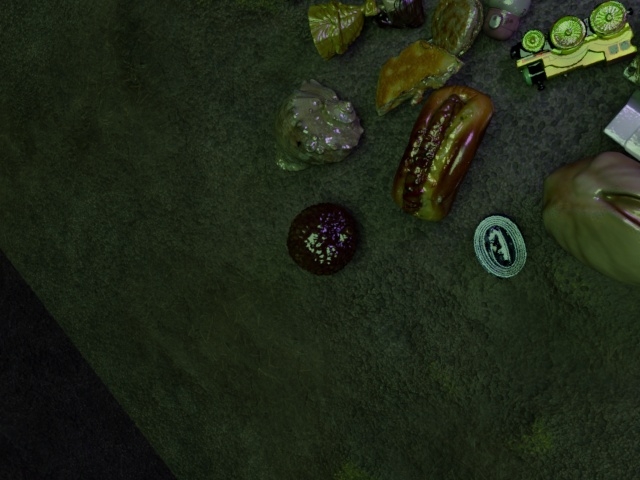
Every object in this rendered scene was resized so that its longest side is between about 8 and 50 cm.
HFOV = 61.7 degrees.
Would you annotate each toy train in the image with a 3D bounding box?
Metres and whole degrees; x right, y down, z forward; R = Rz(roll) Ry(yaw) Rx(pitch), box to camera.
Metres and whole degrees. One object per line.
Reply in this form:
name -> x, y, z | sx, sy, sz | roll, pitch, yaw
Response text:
toy train -> 0.653, -0.499, 1.390 | 0.295, 0.100, 0.161 | -14, 93, 26

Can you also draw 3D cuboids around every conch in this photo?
conch -> -0.048, -0.355, 1.689 | 0.352, 0.210, 0.297 | -29, 74, 24

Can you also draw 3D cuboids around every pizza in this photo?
pizza -> 0.278, -0.475, 1.530 | 0.296, 0.071, 0.189 | -18, 62, 46

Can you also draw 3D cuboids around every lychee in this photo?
lychee -> 0.000, 0.000, 1.723 | 0.271, 0.235, 0.236 | -24, 91, 51

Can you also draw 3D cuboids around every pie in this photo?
pie -> 0.373, -0.599, 1.486 | 0.163, 0.078, 0.194 | 46, 128, 35

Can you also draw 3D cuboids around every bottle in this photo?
bottle -> 0.510, -0.652, 1.421 | 0.109, 0.110, 0.234 | 26, 110, 17

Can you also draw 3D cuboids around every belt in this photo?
belt -> 0.526, 0.017, 1.567 | 0.141, 0.082, 0.191 | -20, 91, 23

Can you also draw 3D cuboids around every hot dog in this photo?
hot dog -> 0.336, -0.239, 1.523 | 0.185, 0.223, 0.406 | 25, 110, 15

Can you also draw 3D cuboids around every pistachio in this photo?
pistachio -> 0.751, -0.044, 1.300 | 0.445, 0.365, 0.282 | 30, 97, 17

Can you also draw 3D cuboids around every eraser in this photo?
eraser -> 0.895, -0.202, 1.303 | 0.396, 0.213, 0.082 | 42, 134, 12

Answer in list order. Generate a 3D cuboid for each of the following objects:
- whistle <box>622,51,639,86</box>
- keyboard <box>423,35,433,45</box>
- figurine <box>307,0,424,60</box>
whistle -> 0.909, -0.349, 1.333 | 0.326, 0.057, 0.068 | 41, 114, 12
keyboard -> 0.304, -0.558, 1.586 | 0.155, 0.010, 0.053 | -27, 90, 26
figurine -> 0.138, -0.661, 1.561 | 0.314, 0.187, 0.168 | -15, 104, 20
